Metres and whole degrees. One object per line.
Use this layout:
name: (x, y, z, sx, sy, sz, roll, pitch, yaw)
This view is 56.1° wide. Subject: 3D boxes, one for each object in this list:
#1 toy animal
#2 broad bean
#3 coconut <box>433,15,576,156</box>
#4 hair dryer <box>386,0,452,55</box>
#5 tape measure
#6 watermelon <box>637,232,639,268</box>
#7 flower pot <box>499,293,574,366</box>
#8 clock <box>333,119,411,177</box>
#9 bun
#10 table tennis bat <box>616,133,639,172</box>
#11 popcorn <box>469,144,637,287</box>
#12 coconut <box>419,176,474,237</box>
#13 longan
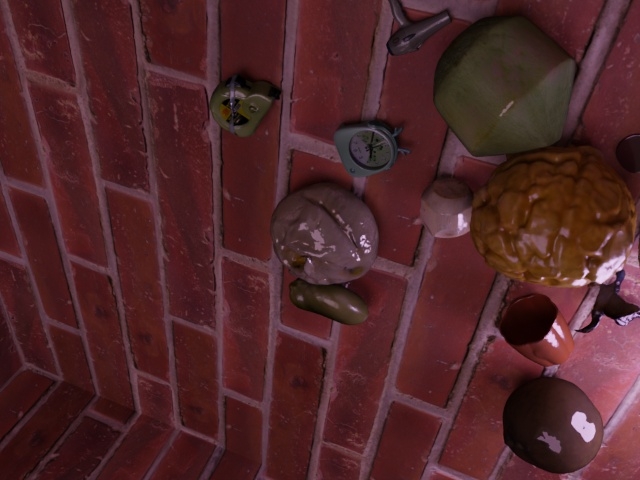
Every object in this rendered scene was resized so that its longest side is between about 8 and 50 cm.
toy animal: (0.797, 0.183, 1.682, 0.197, 0.160, 0.272, -27, 148, 31)
broad bean: (0.028, 0.207, 2.050, 0.291, 0.119, 0.238, 22, 166, -4)
coconut: (0.421, -0.337, 1.370, 0.328, 0.281, 0.328, 0, 89, 24)
hair dryer: (0.225, -0.564, 1.457, 0.167, 0.067, 0.199, -9, 106, 21)
tape measure: (-0.234, -0.396, 1.765, 0.175, 0.106, 0.200, 26, 136, -14)
watermelon: (0.877, -0.003, 1.506, 0.123, 0.129, 0.301, 12, 124, 15)
flower pot: (0.668, 0.283, 1.816, 0.190, 0.191, 0.173, -26, 124, 38)
clock: (0.152, -0.266, 1.700, 0.211, 0.066, 0.159, -5, 123, 29)
bun: (0.000, 0.000, 1.882, 0.365, 0.219, 0.365, 14, 133, 15)
table tennis bat: (0.796, -0.194, 1.476, 0.095, 0.014, 0.158, -32, 105, 38)
popcorn: (0.578, -0.055, 1.467, 0.354, 0.390, 0.344, 33, 125, 44)
coconut: (0.356, -0.084, 1.685, 0.161, 0.161, 0.162, 15, 133, 15)
longan: (0.739, 0.592, 1.933, 0.319, 0.319, 0.319, 13, 130, 17)
